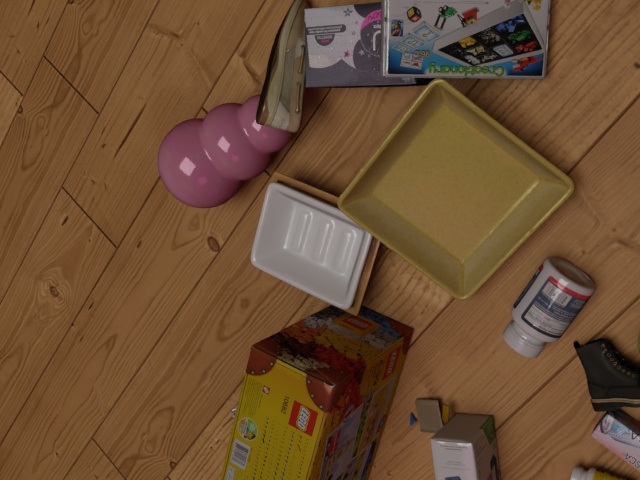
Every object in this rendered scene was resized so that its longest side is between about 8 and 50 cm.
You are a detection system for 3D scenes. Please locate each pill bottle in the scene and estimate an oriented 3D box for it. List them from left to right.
[{"bbox_3d":[0.429,0.131,1.489,0.108,0.108,0.180,38,116,19],"label":"pill bottle"},{"bbox_3d":[0.546,0.480,1.515,0.116,0.065,0.065,15,107,26],"label":"pill bottle"}]

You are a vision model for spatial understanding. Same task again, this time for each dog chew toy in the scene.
[{"bbox_3d":[-0.201,-0.210,1.743,0.332,0.206,0.206,-27,86,23],"label":"dog chew toy"}]

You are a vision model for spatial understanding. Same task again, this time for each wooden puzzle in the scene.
[{"bbox_3d":[0.238,0.380,1.693,0.116,0.014,0.078,1,96,49],"label":"wooden puzzle"}]

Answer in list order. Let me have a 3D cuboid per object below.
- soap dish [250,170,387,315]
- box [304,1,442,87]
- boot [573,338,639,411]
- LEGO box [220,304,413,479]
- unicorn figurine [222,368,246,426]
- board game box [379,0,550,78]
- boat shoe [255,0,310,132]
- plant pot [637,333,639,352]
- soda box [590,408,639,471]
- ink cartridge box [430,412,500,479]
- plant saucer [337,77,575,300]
[{"bbox_3d":[0.000,0.000,1.706,0.291,0.118,0.229,24,111,24],"label":"soap dish"},{"bbox_3d":[0.104,-0.387,1.553,0.247,0.142,0.163,5,103,29],"label":"box"},{"bbox_3d":[0.565,0.234,1.436,0.198,0.077,0.137,-26,82,44],"label":"boot"},{"bbox_3d":[-0.020,0.419,1.654,0.193,0.372,0.500,23,111,24],"label":"LEGO box"},{"bbox_3d":[-0.169,0.389,1.925,0.111,0.060,0.162,7,87,29],"label":"unicorn figurine"},{"bbox_3d":[0.261,-0.391,1.417,0.305,0.053,0.193,0,102,-7],"label":"board game box"},{"bbox_3d":[-0.056,-0.369,1.642,0.109,0.098,0.302,138,146,-67],"label":"boat shoe"},{"bbox_3d":[0.621,0.188,1.412,0.079,0.083,0.083,9,104,41],"label":"plant pot"},{"bbox_3d":[0.607,0.393,1.467,0.183,0.058,0.063,36,115,19],"label":"soda box"},{"bbox_3d":[0.305,0.483,1.604,0.093,0.154,0.212,-2,98,29],"label":"ink cartridge box"},{"bbox_3d":[0.257,-0.099,1.517,0.333,0.081,0.333,37,118,-3],"label":"plant saucer"}]
